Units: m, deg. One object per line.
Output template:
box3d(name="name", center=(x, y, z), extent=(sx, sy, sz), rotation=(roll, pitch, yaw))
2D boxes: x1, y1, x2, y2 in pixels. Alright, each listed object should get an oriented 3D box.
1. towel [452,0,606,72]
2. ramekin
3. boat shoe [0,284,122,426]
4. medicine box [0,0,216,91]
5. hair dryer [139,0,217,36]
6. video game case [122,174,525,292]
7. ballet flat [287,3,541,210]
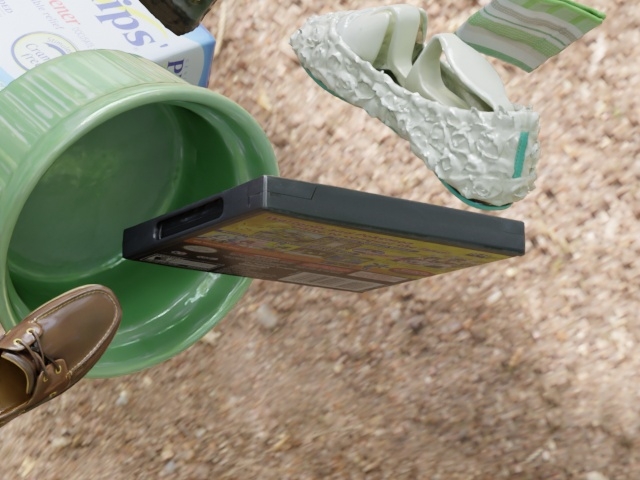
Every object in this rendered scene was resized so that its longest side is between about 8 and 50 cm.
box3d(name="towel", center=(0.224, -0.229, 1.515), extent=(0.113, 0.152, 0.023), rotation=(15, 72, -18))
box3d(name="ramekin", center=(-0.202, -0.034, 1.327), extent=(0.303, 0.303, 0.148), rotation=(-28, 44, -24))
box3d(name="boat shoe", center=(-0.215, 0.095, 1.024), extent=(0.178, 0.060, 0.064), rotation=(-38, 96, -22))
box3d(name="medicine box", center=(-0.317, -0.219, 1.618), extent=(0.289, 0.149, 0.263), rotation=(-25, 60, -33))
box3d(name="hair dryer", center=(-0.102, -0.267, 0.697), extent=(0.293, 0.223, 0.080), rotation=(45, 44, -4))
box3d(name="video game case", center=(0.000, 0.000, 1.251), extent=(0.275, 0.248, 0.035), rotation=(9, 75, -33))
box3d(name="ballet flat", center=(0.114, -0.188, 1.565), extent=(0.147, 0.147, 0.409), rotation=(-25, 46, -24))
